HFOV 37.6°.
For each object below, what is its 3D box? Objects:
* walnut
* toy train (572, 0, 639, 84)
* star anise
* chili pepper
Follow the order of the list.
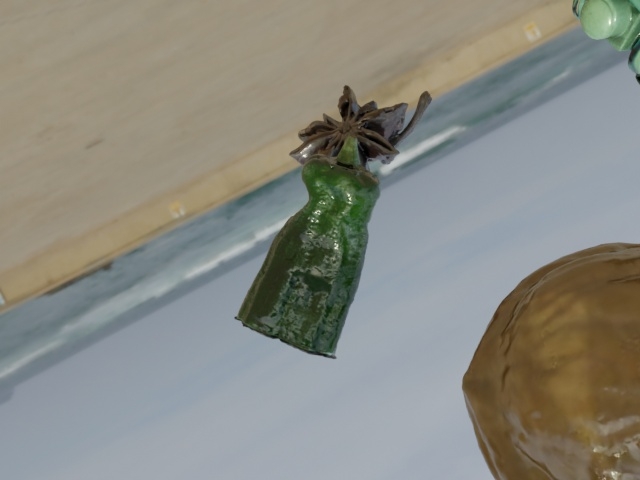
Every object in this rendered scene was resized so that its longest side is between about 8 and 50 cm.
[{"bbox_3d":[0.294,0.144,0.811,0.343,0.306,0.306,7,-175,5],"label":"walnut"},{"bbox_3d":[0.338,-0.245,0.866,0.203,0.112,0.163,-19,148,-29],"label":"toy train"},{"bbox_3d":[0.064,-0.162,1.490,0.231,0.209,0.089,-5,146,17],"label":"star anise"},{"bbox_3d":[0.000,0.000,1.167,0.099,0.136,0.271,13,99,-58],"label":"chili pepper"}]
